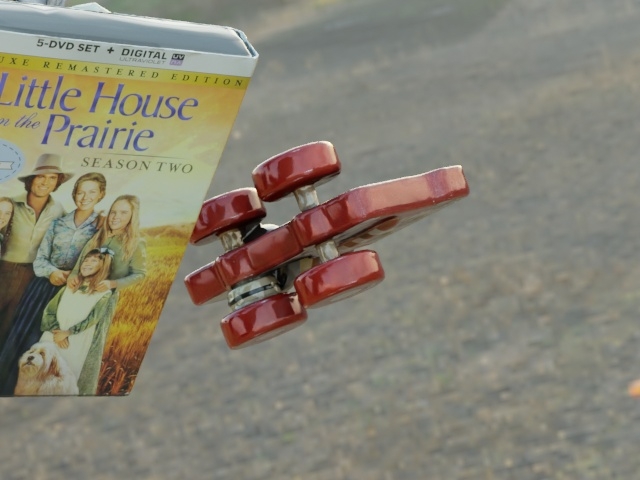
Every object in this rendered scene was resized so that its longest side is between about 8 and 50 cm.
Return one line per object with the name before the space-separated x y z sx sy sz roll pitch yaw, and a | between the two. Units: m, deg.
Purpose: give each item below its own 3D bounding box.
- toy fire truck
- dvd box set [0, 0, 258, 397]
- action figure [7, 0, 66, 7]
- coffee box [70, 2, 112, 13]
toy fire truck | 0.000 0.000 2.058 0.302 0.169 0.254 -29 -12 38
dvd box set | -0.264 -0.026 1.689 0.307 0.420 0.062 3 35 -33
action figure | -0.400 -0.199 1.927 0.285 0.099 0.185 -28 -9 2
coffee box | -0.270 -0.194 2.220 0.040 0.184 0.113 -16 31 -31
